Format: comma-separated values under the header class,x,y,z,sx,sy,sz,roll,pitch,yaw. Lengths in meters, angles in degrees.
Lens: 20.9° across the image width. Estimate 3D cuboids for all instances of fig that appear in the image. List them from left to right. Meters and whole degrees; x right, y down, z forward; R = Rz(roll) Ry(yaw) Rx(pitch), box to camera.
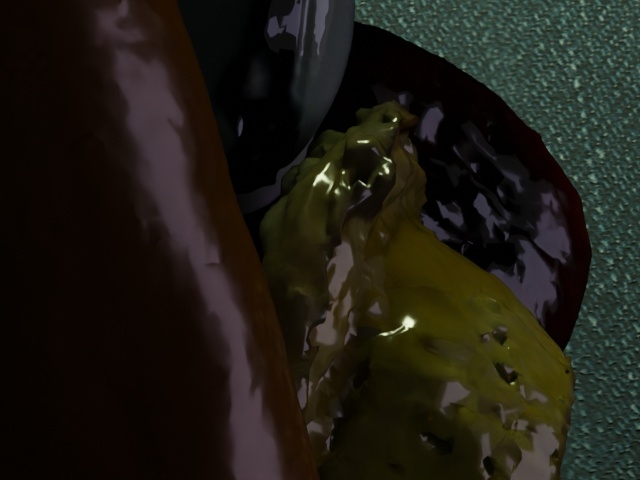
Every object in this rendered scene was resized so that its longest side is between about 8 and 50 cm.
class,x,y,z,sx,sy,sz,roll,pitch,yaw
fig,0.007,-0.005,0.855,0.263,0.224,0.224,-134,-149,-63

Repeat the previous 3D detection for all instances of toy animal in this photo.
class,x,y,z,sx,sy,sz,roll,pitch,yaw
toy animal,-0.048,-0.091,0.629,0.179,0.138,0.166,15,88,-83

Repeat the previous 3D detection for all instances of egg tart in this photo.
class,x,y,z,sx,sy,sz,roll,pitch,yaw
egg tart,0.012,0.099,0.563,0.288,0.118,0.288,11,90,-81

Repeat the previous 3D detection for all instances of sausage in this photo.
class,x,y,z,sx,sy,sz,roll,pitch,yaw
sausage,-0.056,0.032,0.392,0.098,0.098,0.238,-58,132,-87
